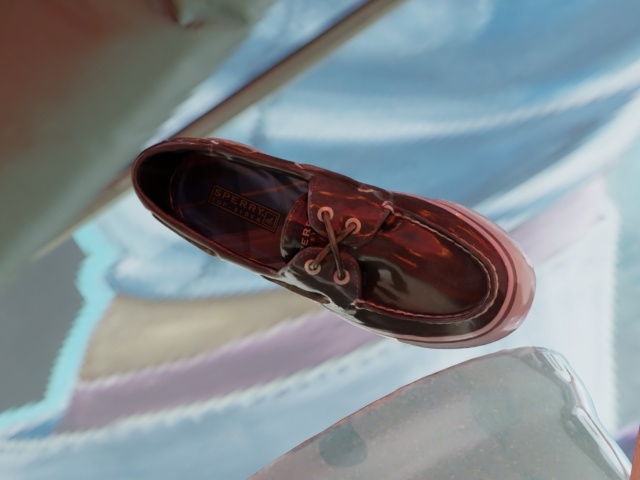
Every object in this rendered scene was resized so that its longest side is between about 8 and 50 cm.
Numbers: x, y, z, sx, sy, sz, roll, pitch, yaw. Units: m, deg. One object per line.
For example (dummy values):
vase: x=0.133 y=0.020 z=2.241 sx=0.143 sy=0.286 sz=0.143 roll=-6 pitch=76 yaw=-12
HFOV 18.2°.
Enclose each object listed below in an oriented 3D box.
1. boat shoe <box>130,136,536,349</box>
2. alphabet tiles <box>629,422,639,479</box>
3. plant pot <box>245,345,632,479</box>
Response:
boat shoe: x=0.000 y=0.000 z=0.642 sx=0.142 sy=0.049 sz=0.040 roll=19 pitch=5 yaw=29
alphabet tiles: x=0.135 y=0.107 z=0.489 sx=0.021 sy=0.284 sz=0.278 roll=45 pitch=38 yaw=-21
plant pot: x=0.040 y=0.210 z=0.777 sx=0.196 sy=0.293 sz=0.293 roll=52 pitch=16 yaw=21
